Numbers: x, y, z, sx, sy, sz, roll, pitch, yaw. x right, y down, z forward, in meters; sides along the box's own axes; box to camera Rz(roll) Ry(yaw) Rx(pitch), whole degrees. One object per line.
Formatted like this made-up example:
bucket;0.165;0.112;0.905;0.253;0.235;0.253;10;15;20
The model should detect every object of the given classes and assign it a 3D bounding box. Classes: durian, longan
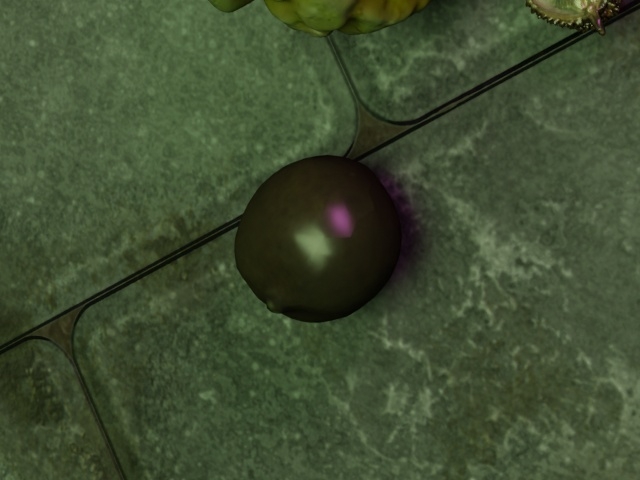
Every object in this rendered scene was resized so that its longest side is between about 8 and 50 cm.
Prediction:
durian;0.248;-0.247;1.734;0.110;0.071;0.140;-33;67;27
longan;0.000;0.000;1.874;0.189;0.189;0.189;6;101;31

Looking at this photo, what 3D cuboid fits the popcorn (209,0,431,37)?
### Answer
popcorn;0.022;-0.361;1.730;0.293;0.292;0.334;-5;100;27
